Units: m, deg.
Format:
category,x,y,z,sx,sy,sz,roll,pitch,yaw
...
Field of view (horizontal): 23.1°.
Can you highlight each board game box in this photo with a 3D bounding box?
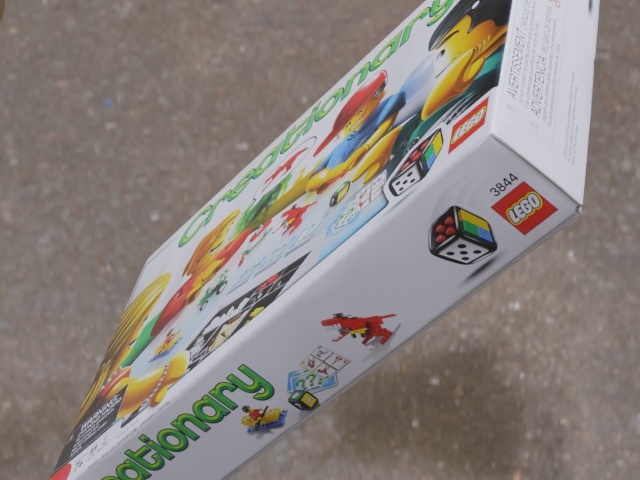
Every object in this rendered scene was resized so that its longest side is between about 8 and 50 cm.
category,x,y,z,sx,sy,sz,roll,pitch,yaw
board game box,0.000,0.000,0.717,0.053,0.305,0.193,39,35,-16

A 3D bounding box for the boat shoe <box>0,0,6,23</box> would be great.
category,x,y,z,sx,sy,sz,roll,pitch,yaw
boat shoe,-0.188,-0.095,0.640,0.059,0.063,0.170,21,8,9
